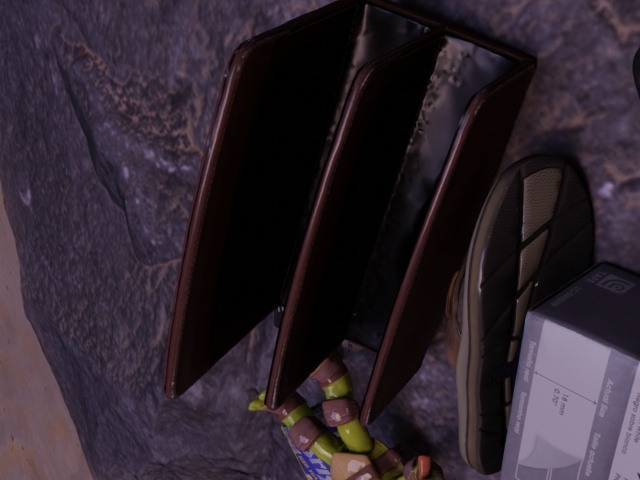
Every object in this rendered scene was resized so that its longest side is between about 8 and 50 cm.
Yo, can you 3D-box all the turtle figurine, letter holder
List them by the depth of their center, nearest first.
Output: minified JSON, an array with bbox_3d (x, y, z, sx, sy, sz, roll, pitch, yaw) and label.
[{"bbox_3d":[0.013,-0.003,0.707,0.152,0.214,0.301,26,122,17],"label":"letter holder"},{"bbox_3d":[0.043,0.204,0.865,0.217,0.087,0.269,56,139,8],"label":"turtle figurine"}]

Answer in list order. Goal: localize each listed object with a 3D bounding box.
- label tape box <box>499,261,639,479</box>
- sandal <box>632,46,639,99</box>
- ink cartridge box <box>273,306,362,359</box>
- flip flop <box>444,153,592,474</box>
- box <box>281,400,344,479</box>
[{"bbox_3d":[0.286,0.192,0.628,0.334,0.106,0.240,26,126,38],"label":"label tape box"},{"bbox_3d":[0.242,-0.046,0.613,0.067,0.040,0.179,-21,92,49],"label":"sandal"},{"bbox_3d":[0.000,0.000,0.891,0.097,0.046,0.207,20,121,39],"label":"ink cartridge box"},{"bbox_3d":[0.139,0.061,0.739,0.080,0.112,0.277,41,140,47],"label":"flip flop"},{"bbox_3d":[0.030,0.247,0.968,0.059,0.054,0.169,-34,81,49],"label":"box"}]
